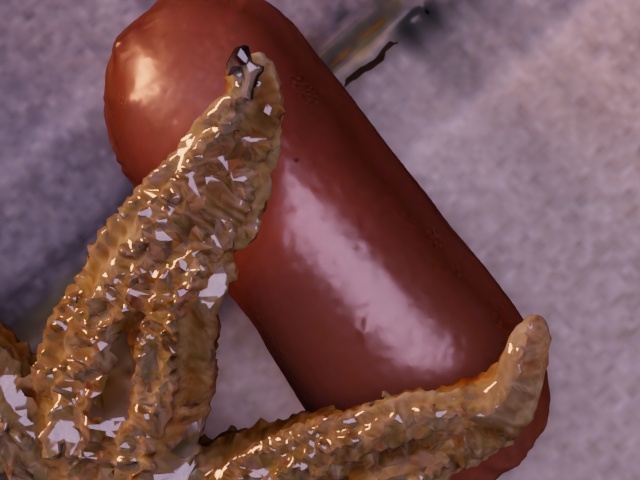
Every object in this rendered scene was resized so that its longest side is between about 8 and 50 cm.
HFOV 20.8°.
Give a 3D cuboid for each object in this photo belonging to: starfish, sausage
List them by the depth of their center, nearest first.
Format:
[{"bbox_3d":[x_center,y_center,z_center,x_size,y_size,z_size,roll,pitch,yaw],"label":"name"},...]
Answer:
[{"bbox_3d":[-0.079,0.068,0.556,0.302,0.060,0.299,-37,87,17],"label":"starfish"},{"bbox_3d":[0.000,0.000,0.574,0.077,0.077,0.194,-38,83,-2],"label":"sausage"}]
